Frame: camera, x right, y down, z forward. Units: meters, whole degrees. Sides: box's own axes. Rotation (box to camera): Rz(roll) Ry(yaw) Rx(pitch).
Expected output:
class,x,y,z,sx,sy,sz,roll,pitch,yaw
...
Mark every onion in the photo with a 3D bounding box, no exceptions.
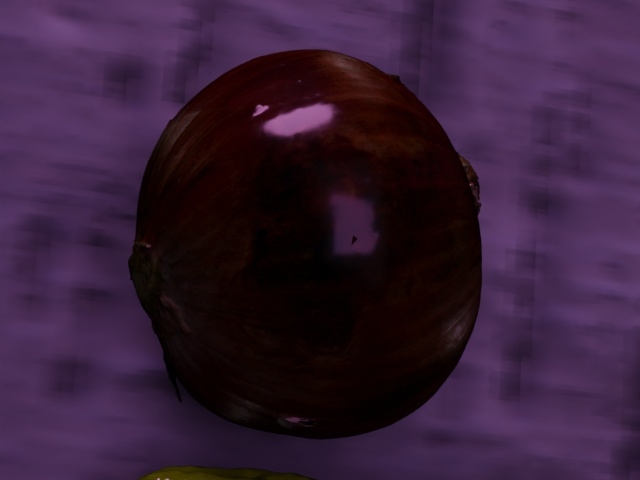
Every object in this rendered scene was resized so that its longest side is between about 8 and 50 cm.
class,x,y,z,sx,sy,sz,roll,pitch,yaw
onion,0.000,0.000,0.487,0.118,0.118,0.117,-25,85,-21

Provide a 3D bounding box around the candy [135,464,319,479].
class,x,y,z,sx,sy,sz,roll,pitch,yaw
candy,0.029,0.129,0.483,0.209,0.097,0.096,31,72,-6
